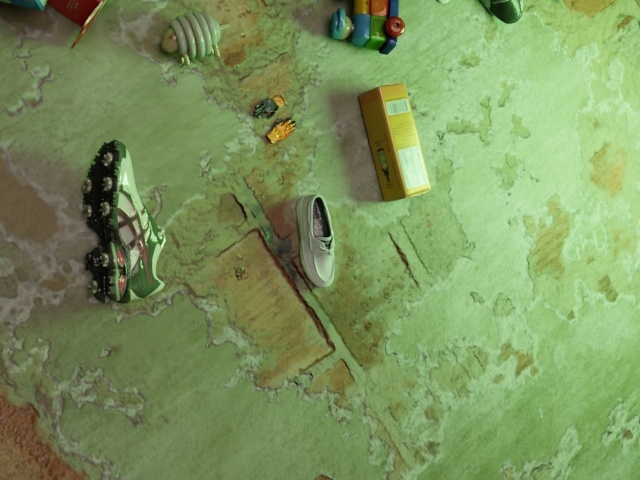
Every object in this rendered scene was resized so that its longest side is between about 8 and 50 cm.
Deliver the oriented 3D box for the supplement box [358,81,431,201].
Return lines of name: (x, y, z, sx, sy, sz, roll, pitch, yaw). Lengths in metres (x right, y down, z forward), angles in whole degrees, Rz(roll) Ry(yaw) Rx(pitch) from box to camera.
supplement box: (0.154, -0.202, 1.449, 0.080, 0.078, 0.234, -14, 93, -31)

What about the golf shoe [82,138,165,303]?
golf shoe: (-0.330, -0.031, 1.182, 0.120, 0.105, 0.273, -2, 93, -43)

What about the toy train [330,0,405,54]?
toy train: (0.095, -0.518, 1.437, 0.143, 0.105, 0.248, 4, 84, -14)

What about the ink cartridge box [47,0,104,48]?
ink cartridge box: (-0.374, -0.445, 1.156, 0.078, 0.134, 0.231, 33, 71, -23)

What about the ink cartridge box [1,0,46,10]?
ink cartridge box: (-0.519, -0.474, 1.018, 0.232, 0.171, 0.168, 13, 78, 1)

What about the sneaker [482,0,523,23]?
sneaker: (0.374, -0.570, 1.557, 0.229, 0.086, 0.132, 56, 38, -20)

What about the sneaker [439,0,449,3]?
sneaker: (0.308, -0.607, 1.570, 0.053, 0.061, 0.152, 23, 74, -23)

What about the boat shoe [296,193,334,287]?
boat shoe: (0.000, 0.000, 1.359, 0.066, 0.063, 0.184, -4, 88, -28)

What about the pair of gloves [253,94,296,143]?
pair of gloves: (-0.088, -0.237, 1.361, 0.074, 0.010, 0.083, -36, 102, -25)

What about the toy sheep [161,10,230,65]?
toy sheep: (-0.224, -0.369, 1.259, 0.132, 0.091, 0.091, -24, 97, -22)
